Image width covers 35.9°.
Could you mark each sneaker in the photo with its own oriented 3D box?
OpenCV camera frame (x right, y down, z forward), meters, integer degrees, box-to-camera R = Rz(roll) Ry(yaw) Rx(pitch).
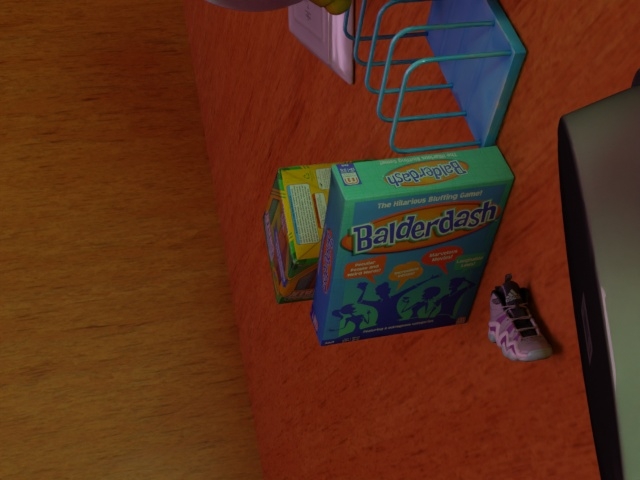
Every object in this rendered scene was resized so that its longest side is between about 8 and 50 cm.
[{"bbox_3d":[0.169,0.063,0.857,0.098,0.038,0.069,-149,52,-72],"label":"sneaker"}]

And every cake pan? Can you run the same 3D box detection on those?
[{"bbox_3d":[0.177,0.051,0.553,0.293,0.054,0.293,-8,-90,-79],"label":"cake pan"}]

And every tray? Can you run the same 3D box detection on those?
[{"bbox_3d":[-0.006,-0.318,1.380,0.270,0.030,0.145,-124,31,-61],"label":"tray"}]

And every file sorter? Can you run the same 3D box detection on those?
[{"bbox_3d":[0.095,-0.178,0.898,0.118,0.104,0.170,101,158,-50],"label":"file sorter"}]

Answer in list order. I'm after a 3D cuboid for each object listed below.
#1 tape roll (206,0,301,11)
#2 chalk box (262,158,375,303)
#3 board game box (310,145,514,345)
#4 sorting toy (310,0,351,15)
[{"bbox_3d":[-0.079,-0.406,1.123,0.090,0.275,0.275,-123,29,-58],"label":"tape roll"},{"bbox_3d":[0.000,0.000,1.304,0.213,0.132,0.132,115,145,-65],"label":"chalk box"},{"bbox_3d":[0.080,0.010,0.937,0.210,0.160,0.047,97,160,-47],"label":"board game box"},{"bbox_3d":[0.021,-0.245,0.783,0.126,0.127,0.365,54,172,-16],"label":"sorting toy"}]
